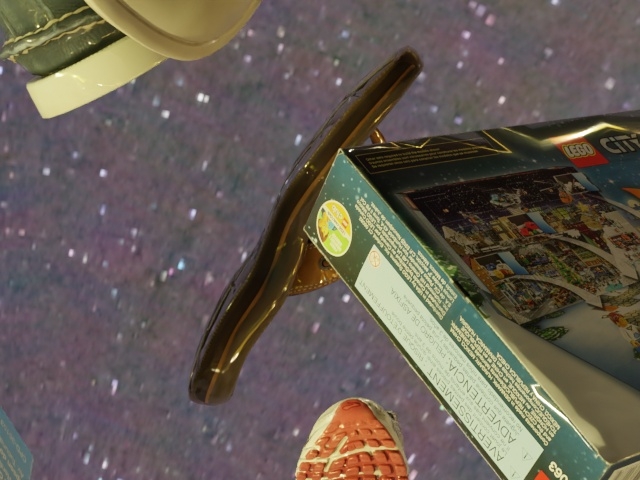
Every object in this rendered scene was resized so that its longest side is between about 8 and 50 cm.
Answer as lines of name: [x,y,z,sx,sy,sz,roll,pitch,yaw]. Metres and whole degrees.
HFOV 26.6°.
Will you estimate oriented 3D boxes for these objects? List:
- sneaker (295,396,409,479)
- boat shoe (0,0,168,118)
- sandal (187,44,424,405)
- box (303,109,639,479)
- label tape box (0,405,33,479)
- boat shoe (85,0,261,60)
sneaker: [0.026,0.170,1.095,0.088,0.225,0.092,-1,-116,2]
boat shoe: [-0.064,-0.137,0.577,0.079,0.095,0.254,62,-144,-19]
sandal: [0.000,0.000,0.697,0.060,0.219,0.090,28,-167,-6]
box: [0.131,0.017,0.548,0.233,0.044,0.159,-10,-132,-38]
label tape box: [-0.239,0.128,0.574,0.115,0.249,0.347,-21,-151,7]
boat shoe: [-0.069,-0.116,0.326,0.065,0.206,0.075,33,-97,29]
